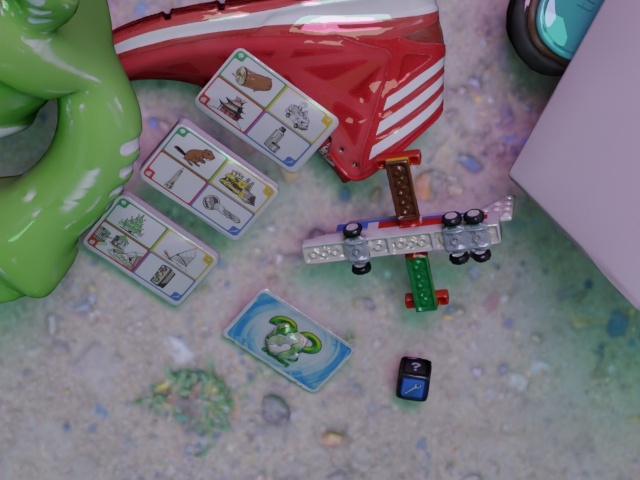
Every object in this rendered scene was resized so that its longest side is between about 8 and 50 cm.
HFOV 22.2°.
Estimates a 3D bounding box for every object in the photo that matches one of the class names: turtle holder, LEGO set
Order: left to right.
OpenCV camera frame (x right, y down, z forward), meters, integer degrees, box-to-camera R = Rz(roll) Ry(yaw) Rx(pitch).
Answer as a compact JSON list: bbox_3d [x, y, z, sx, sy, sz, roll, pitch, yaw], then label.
[{"bbox_3d":[-0.237,-0.141,0.932,0.227,0.243,0.320,-31,132,16],"label":"turtle holder"},{"bbox_3d":[0.000,0.000,1.038,0.244,0.060,0.182,34,121,-13],"label":"LEGO set"}]

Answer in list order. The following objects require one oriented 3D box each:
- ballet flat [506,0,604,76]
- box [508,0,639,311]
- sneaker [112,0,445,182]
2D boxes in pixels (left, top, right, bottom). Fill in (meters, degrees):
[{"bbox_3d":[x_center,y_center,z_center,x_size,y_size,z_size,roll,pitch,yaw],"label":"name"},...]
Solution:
[{"bbox_3d":[0.198,-0.231,1.039,0.095,0.096,0.280,35,88,-11],"label":"ballet flat"},{"bbox_3d":[0.304,-0.120,0.946,0.215,0.168,0.345,15,114,-31],"label":"box"},{"bbox_3d":[-0.026,-0.090,1.023,0.221,0.087,0.128,-9,102,1],"label":"sneaker"}]
